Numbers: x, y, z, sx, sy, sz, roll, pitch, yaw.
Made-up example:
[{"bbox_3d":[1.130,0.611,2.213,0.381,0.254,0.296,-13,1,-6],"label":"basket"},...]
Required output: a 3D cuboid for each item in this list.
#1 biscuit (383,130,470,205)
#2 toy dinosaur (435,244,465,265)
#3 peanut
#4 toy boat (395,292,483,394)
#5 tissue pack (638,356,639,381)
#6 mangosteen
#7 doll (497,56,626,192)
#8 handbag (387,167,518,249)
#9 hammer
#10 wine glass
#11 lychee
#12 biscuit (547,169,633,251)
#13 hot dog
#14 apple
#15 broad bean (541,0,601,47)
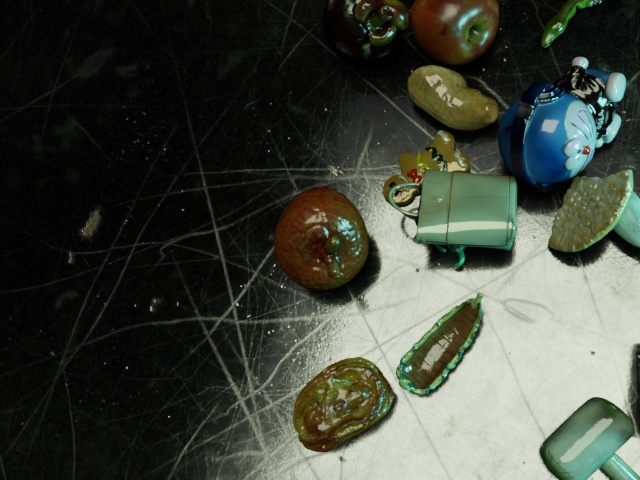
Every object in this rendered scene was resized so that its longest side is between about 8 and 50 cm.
[{"bbox_3d":[0.268,-0.178,1.931,0.240,0.035,0.158,-36,66,1],"label":"biscuit"},{"bbox_3d":[0.334,0.004,1.851,0.096,0.059,0.132,-22,61,16],"label":"toy dinosaur"},{"bbox_3d":[0.343,-0.370,1.923,0.253,0.122,0.137,42,79,19],"label":"peanut"},{"bbox_3d":[0.298,0.244,1.764,0.108,0.099,0.293,41,94,22],"label":"toy boat"},{"bbox_3d":[0.842,0.332,1.550,0.306,0.238,0.238,1,74,14],"label":"tissue pack"},{"bbox_3d":[0.125,-0.593,1.975,0.228,0.228,0.265,-48,25,-3],"label":"mangosteen"},{"bbox_3d":[0.567,-0.268,1.772,0.240,0.284,0.310,21,60,44],"label":"doll"},{"bbox_3d":[0.322,-0.078,1.817,0.315,0.109,0.241,4,51,12],"label":"handbag"},{"bbox_3d":[0.654,0.513,1.589,0.206,0.119,0.335,-45,75,0],"label":"hammer"},{"bbox_3d":[0.698,0.015,1.656,0.096,0.264,0.309,-48,62,40],"label":"wine glass"},{"bbox_3d":[0.000,0.000,1.830,0.255,0.300,0.255,0,113,1],"label":"lychee"},{"bbox_3d":[0.628,-0.074,1.731,0.265,0.040,0.188,-48,31,40],"label":"biscuit"},{"bbox_3d":[0.042,0.396,1.771,0.259,0.114,0.175,-37,67,1],"label":"hot dog"},{"bbox_3d":[0.348,-0.582,1.942,0.230,0.230,0.230,-4,73,13],"label":"apple"},{"bbox_3d":[0.647,-0.590,1.951,0.195,0.046,0.061,-38,66,-1],"label":"broad bean"}]
